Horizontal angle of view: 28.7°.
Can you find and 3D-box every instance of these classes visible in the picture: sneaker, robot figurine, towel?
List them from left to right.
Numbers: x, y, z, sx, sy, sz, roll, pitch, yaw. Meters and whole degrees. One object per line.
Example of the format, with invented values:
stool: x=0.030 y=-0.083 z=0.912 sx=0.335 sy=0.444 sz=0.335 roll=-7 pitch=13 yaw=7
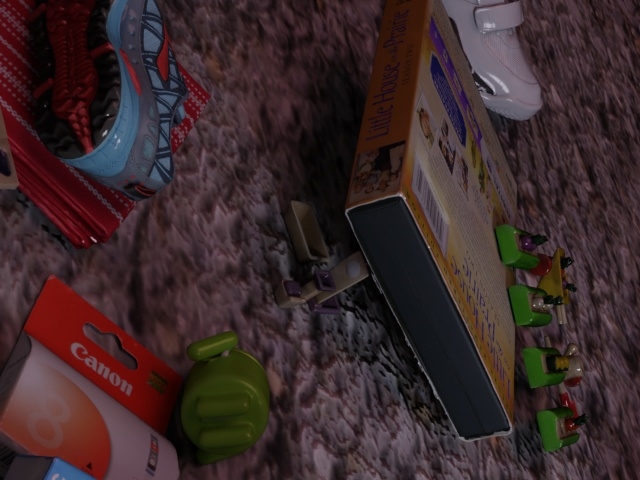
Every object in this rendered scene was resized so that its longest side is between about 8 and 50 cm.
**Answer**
towel: x=-0.208 y=-0.127 z=1.063 sx=0.199 sy=0.031 sz=0.275 roll=46 pitch=32 yaw=-13
sneaker: x=-0.168 y=-0.138 z=1.032 sx=0.125 sy=0.104 sz=0.261 roll=46 pitch=31 yaw=-45
robot figurine: x=-0.073 y=0.123 z=0.968 sx=0.115 sy=0.067 sz=0.101 roll=-98 pitch=-179 yaw=-76
sneaker: x=0.231 y=-0.349 z=1.671 sx=0.365 sy=0.210 sz=0.137 roll=56 pitch=32 yaw=-1

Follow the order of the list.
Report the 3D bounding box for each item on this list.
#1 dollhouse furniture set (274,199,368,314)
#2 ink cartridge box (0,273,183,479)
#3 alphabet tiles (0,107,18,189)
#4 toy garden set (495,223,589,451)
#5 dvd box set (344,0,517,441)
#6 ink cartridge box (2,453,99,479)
dollhouse furniture set: x=0.000 y=0.000 z=1.177 sx=0.091 sy=0.081 sz=0.114 roll=9 pitch=55 yaw=-50
ink cartridge box: x=-0.158 y=0.118 z=0.902 sx=0.145 sy=0.045 sz=0.179 roll=42 pitch=37 yaw=-23
alphabet tiles: x=-0.306 y=-0.075 z=0.872 sx=0.198 sy=0.009 sz=0.237 roll=0 pitch=66 yaw=-44
toy garden set: x=0.268 y=0.105 z=1.407 sx=0.204 sy=0.049 sz=0.244 roll=13 pitch=64 yaw=-68
dvd box set: x=0.131 y=-0.045 z=1.310 sx=0.420 sy=0.062 sz=0.307 roll=-78 pitch=147 yaw=-51
ink cartridge box: x=-0.131 y=0.223 z=0.794 sx=0.181 sy=0.062 sz=0.104 roll=37 pitch=62 yaw=-28
